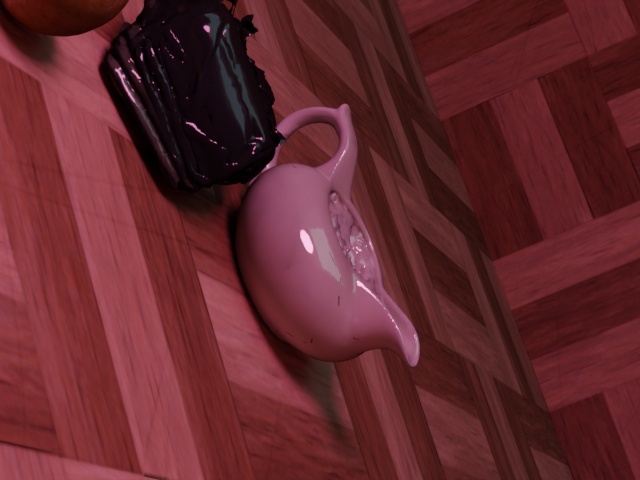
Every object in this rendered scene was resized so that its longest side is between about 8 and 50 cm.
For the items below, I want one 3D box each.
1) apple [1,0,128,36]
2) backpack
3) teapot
[{"bbox_3d":[-0.204,-0.225,1.161,0.102,0.126,0.126,2,61,-41],"label":"apple"},{"bbox_3d":[-0.105,-0.153,1.417,0.258,0.133,0.206,-79,147,-77],"label":"backpack"},{"bbox_3d":[0.000,0.000,1.489,0.208,0.166,0.299,20,57,-55],"label":"teapot"}]
